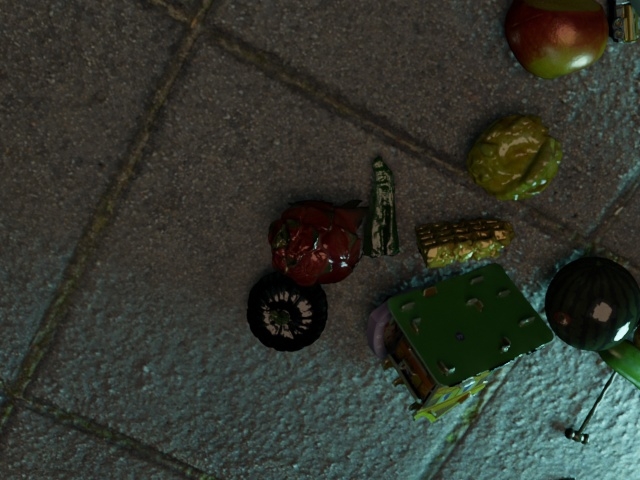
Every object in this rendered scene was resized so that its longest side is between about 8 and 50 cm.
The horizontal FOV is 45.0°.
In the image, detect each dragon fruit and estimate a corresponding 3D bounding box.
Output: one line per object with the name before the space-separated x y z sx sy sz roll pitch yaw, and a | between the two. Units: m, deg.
dragon fruit | 0.000 0.000 1.660 0.192 0.274 0.193 -14 90 43

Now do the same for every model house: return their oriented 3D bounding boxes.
model house | 0.303 0.253 1.777 0.357 0.243 0.313 -18 151 -28

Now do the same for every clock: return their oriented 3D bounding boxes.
clock | 0.171 0.183 1.784 0.172 0.064 0.198 14 113 -42

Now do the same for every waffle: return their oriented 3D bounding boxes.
waffle | 0.321 -0.002 1.688 0.210 0.160 0.055 -8 109 3

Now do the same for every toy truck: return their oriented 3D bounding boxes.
toy truck | 0.620 -0.465 1.585 0.062 0.052 0.123 -12 111 -1

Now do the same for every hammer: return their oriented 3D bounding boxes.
hammer | 0.695 0.375 1.902 0.058 0.029 0.292 20 106 -10

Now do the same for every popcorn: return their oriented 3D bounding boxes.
popcorn | 0.412 -0.173 1.639 0.197 0.155 0.198 2 98 16

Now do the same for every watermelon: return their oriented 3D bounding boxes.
watermelon | 0.608 0.140 1.720 0.212 0.212 0.212 0 110 -1

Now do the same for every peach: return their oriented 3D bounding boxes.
peach | 0.468 -0.421 1.531 0.190 0.190 0.192 -29 104 9

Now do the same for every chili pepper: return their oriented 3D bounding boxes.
chili pepper | 0.130 -0.076 1.715 0.088 0.059 0.227 -2 108 5

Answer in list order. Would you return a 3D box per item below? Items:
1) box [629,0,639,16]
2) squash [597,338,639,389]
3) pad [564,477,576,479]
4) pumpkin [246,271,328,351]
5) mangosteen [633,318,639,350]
box | 0.716 -0.546 1.526 0.243 0.055 0.103 -43 106 -1
squash | 0.765 0.310 1.836 0.292 0.082 0.082 36 105 -21
pad | 0.606 0.736 2.031 0.174 0.022 0.233 -15 108 5
pumpkin | -0.074 0.160 1.753 0.194 0.150 0.194 1 131 1
mangosteen | 0.828 0.201 1.758 0.257 0.215 0.215 -5 112 31
